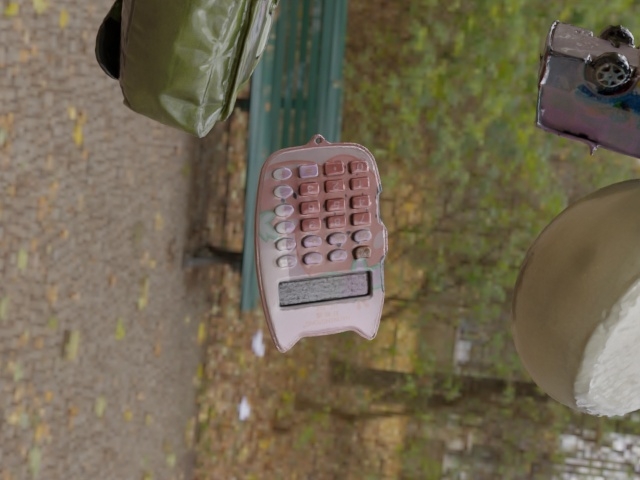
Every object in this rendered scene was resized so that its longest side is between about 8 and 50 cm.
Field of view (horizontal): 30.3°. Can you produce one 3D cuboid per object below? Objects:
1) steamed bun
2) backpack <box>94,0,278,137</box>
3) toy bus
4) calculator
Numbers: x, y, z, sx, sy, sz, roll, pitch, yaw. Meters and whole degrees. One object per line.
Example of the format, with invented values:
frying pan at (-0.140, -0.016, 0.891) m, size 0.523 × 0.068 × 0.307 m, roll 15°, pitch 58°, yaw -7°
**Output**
steamed bun at (0.324, 0.049, 1.294) m, size 0.177 × 0.283 × 0.283 m, roll 45°, pitch -31°, yaw 39°
backpack at (-0.100, -0.230, 1.015) m, size 0.207 × 0.140 × 0.253 m, roll 112°, pitch -6°, yaw -47°
toy bus at (0.410, -0.160, 1.413) m, size 0.112 × 0.317 × 0.138 m, roll -62°, pitch 167°, yaw -53°
calculator at (0.000, 0.000, 1.818) m, size 0.048 × 0.220 × 0.329 m, roll -153°, pitch -121°, yaw -66°
